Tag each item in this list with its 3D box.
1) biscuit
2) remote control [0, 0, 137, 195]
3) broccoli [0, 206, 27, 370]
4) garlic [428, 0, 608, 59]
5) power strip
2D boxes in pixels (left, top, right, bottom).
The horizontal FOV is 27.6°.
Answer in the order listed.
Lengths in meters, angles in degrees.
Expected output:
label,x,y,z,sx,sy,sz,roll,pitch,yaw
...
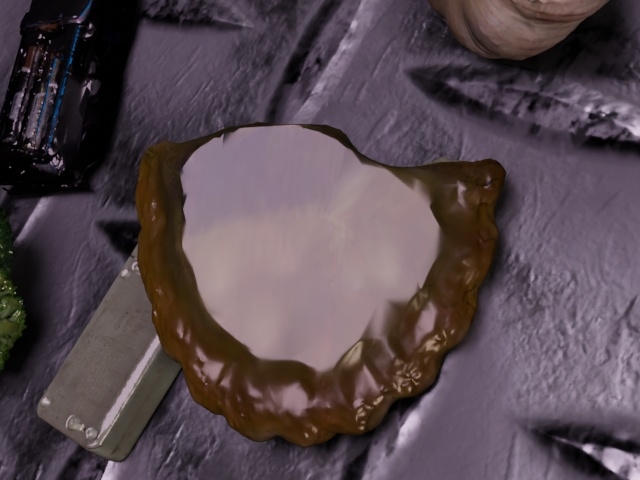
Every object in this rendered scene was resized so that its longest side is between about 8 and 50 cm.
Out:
label,x,y,z,sx,sy,sz,roll,pitch,yaw
biscuit,0.000,0.000,1.128,0.335,0.078,0.329,-31,71,2
remote control,-0.269,-0.240,1.412,0.145,0.062,0.398,-3,66,27
broccoli,-0.423,0.051,1.256,0.265,0.245,0.294,35,110,16
garlic,0.200,-0.271,1.140,0.212,0.218,0.218,-18,51,-26
power strip,-0.153,0.062,1.217,0.093,0.053,0.288,26,81,35
